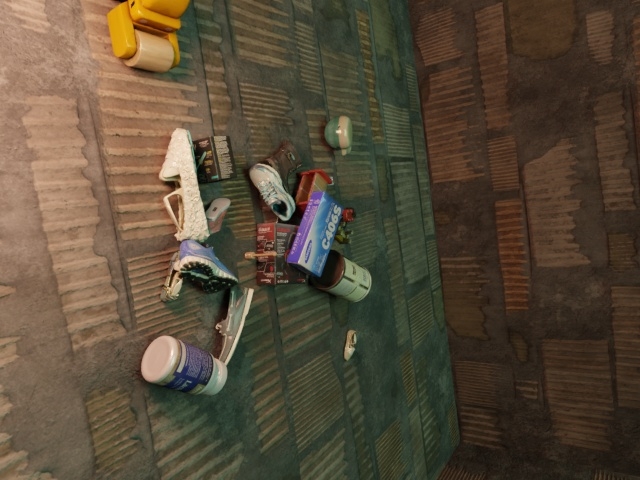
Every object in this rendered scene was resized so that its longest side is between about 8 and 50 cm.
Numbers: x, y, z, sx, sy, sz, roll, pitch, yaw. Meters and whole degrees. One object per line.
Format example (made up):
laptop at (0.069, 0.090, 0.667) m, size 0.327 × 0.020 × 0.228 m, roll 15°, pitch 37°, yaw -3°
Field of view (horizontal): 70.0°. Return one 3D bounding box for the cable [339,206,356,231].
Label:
cable at (0.109, -0.112, 2.486) m, size 0.139 × 0.072 × 0.287 m, roll 51°, pitch 33°, yaw -16°

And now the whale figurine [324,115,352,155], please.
whale figurine at (0.102, -0.558, 2.463) m, size 0.272 × 0.141 × 0.216 m, roll 37°, pitch 54°, yaw -76°

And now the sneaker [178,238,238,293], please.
sneaker at (-0.398, 0.086, 1.642) m, size 0.330 × 0.130 × 0.147 m, roll 62°, pitch 9°, yaw -61°

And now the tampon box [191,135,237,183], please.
tampon box at (-0.400, -0.301, 1.710) m, size 0.101 × 0.120 × 0.161 m, roll -19°, pitch 102°, yaw -53°

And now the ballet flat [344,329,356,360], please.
ballet flat at (0.163, 0.566, 2.464) m, size 0.057 × 0.052 × 0.168 m, roll 28°, pitch 65°, yaw -50°

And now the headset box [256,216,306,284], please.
headset box at (-0.169, 0.047, 2.005) m, size 0.218 × 0.110 × 0.293 m, roll 6°, pitch 81°, yaw -54°

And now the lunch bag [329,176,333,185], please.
lunch bag at (0.015, -0.300, 2.334) m, size 0.083 × 0.071 × 0.053 m, roll -18°, pitch 100°, yaw -53°

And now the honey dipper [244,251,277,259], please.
honey dipper at (-0.241, 0.058, 1.859) m, size 0.030 × 0.160 × 0.030 m, roll 11°, pitch 77°, yaw -53°

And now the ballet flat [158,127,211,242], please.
ballet flat at (-0.482, -0.183, 1.584) m, size 0.147 × 0.147 × 0.409 m, roll -22°, pitch 104°, yaw -53°

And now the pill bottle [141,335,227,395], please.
pill bottle at (-0.449, 0.430, 1.536) m, size 0.264 × 0.153 × 0.153 m, roll 40°, pitch 56°, yaw -45°

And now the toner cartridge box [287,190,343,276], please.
toner cartridge box at (-0.018, -0.029, 2.022) m, size 0.165 × 0.075 × 0.348 m, roll 36°, pitch 67°, yaw -44°

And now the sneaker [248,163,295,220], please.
sneaker at (-0.201, -0.202, 1.937) m, size 0.283 × 0.110 × 0.122 m, roll 50°, pitch 21°, yaw -26°

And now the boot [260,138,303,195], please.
boot at (-0.147, -0.311, 2.093) m, size 0.229 × 0.091 × 0.263 m, roll -45°, pitch 120°, yaw -46°

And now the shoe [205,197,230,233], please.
shoe at (-0.398, -0.095, 1.750) m, size 0.178 × 0.063 × 0.081 m, roll -69°, pitch 173°, yaw -57°

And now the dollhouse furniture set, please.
dollhouse furniture set at (0.018, -0.155, 2.249) m, size 0.374 × 0.152 × 0.201 m, roll 44°, pitch 52°, yaw -42°

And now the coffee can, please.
coffee can at (0.103, 0.183, 2.294) m, size 0.275 × 0.201 × 0.201 m, roll 31°, pitch 62°, yaw -49°

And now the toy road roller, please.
toy road roller at (-0.533, -0.733, 1.467) m, size 0.202 × 0.240 × 0.329 m, roll -11°, pitch 95°, yaw -54°

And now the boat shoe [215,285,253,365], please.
boat shoe at (-0.349, 0.328, 1.765) m, size 0.099 × 0.116 × 0.319 m, roll 19°, pitch 73°, yaw -7°

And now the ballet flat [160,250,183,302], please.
ballet flat at (-0.495, 0.126, 1.581) m, size 0.070 × 0.070 × 0.188 m, roll 33°, pitch 60°, yaw -48°
